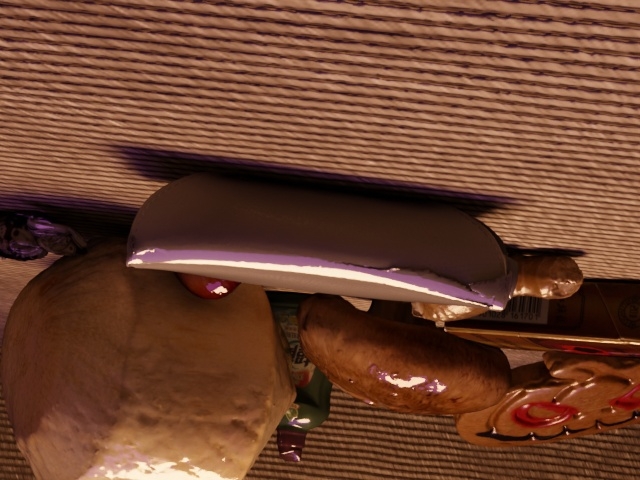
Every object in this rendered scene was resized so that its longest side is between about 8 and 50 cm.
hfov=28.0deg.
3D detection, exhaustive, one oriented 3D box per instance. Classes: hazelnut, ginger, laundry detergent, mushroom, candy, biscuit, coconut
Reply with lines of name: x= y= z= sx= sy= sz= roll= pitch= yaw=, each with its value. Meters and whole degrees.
hazelnut: x=-0.107 y=0.016 z=1.242 sx=0.086 sy=0.086 sz=0.086 roll=6 pitch=170 yaw=1
ginger: x=0.160 y=0.035 z=1.207 sx=0.165 sy=0.067 sz=0.096 roll=-11 pitch=165 yaw=20
laundry detergent: x=-0.045 y=0.184 z=1.722 sx=0.144 sy=0.222 sz=0.078 roll=4 pitch=171 yaw=19
mushroom: x=0.096 y=0.135 z=1.570 sx=0.278 sy=0.146 sz=0.278 roll=16 pitch=177 yaw=1
candy: x=-0.327 y=-0.003 z=1.327 sx=0.226 sy=0.051 sz=0.094 roll=-2 pitch=164 yaw=42
biscuit: x=0.369 y=0.220 z=1.809 sx=0.367 sy=0.063 sz=0.314 roll=-13 pitch=155 yaw=6
coconut: x=-0.162 y=0.145 z=1.351 sx=0.329 sy=0.329 sz=0.329 roll=6 pitch=170 yaw=1

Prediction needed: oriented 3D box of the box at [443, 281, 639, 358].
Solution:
box: x=0.276 y=0.087 z=1.413 sx=0.240 sy=0.071 sz=0.159 roll=2 pitch=167 yaw=30

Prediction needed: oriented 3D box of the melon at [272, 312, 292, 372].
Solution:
melon: x=-0.182 y=0.163 z=1.630 sx=0.329 sy=0.248 sz=0.248 roll=-14 pitch=159 yaw=39

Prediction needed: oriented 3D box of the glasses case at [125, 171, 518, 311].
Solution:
glasses case: x=0.000 y=0.000 z=1.049 sx=0.308 sy=0.083 sz=0.128 roll=8 pitch=176 yaw=-8

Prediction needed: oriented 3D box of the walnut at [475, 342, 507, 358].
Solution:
walnut: x=0.218 y=0.204 z=1.944 sx=0.140 sy=0.140 sz=0.162 roll=9 pitch=-175 yaw=-14
